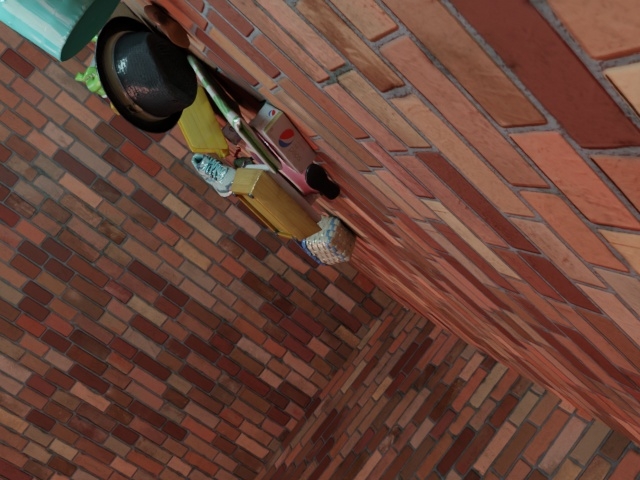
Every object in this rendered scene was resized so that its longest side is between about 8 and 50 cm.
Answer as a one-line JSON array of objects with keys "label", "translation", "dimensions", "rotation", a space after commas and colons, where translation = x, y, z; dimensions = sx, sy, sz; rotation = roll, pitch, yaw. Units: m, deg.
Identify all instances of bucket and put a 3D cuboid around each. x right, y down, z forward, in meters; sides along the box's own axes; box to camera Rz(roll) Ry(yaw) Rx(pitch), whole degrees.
[{"label": "bucket", "translation": [-0.562, -0.539, 1.183], "dimensions": [0.183, 0.281, 0.281], "rotation": [38, 176, -20]}]

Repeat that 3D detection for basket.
[{"label": "basket", "translation": [0.000, 0.000, 2.483], "dimensions": [0.289, 0.201, 0.255], "rotation": [-4, 148, 34]}]

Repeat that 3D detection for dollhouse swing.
[{"label": "dollhouse swing", "translation": [-0.535, -0.395, 1.983], "dimensions": [0.315, 0.305, 0.347], "rotation": [67, 169, -12]}]

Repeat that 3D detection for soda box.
[{"label": "soda box", "translation": [-0.095, -0.265, 1.457], "dimensions": [0.069, 0.074, 0.216], "rotation": [36, 176, 33]}]

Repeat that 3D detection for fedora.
[{"label": "fedora", "translation": [-0.453, -0.466, 1.531], "dimensions": [0.153, 0.333, 0.334], "rotation": [-3, 154, 27]}]

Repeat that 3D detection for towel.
[{"label": "towel", "translation": [-0.230, -0.344, 1.500], "dimensions": [0.324, 0.038, 0.248], "rotation": [56, -174, 34]}]

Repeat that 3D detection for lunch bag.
[{"label": "lunch bag", "translation": [-0.316, -0.394, 1.989], "dimensions": [0.053, 0.071, 0.083], "rotation": [33, 173, 35]}]

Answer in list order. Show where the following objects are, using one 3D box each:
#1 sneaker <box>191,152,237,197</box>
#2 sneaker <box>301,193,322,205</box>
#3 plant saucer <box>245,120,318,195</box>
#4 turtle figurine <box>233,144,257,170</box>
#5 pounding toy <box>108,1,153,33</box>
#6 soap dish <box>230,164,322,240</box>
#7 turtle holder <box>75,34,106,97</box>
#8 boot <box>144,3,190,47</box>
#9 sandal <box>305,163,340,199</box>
[{"label": "sneaker", "translation": [-0.380, -0.242, 1.968], "dimensions": [0.283, 0.110, 0.122], "rotation": [26, 168, 49]}, {"label": "sneaker", "translation": [-0.130, -0.209, 2.027], "dimensions": [0.297, 0.129, 0.111], "rotation": [37, 177, 34]}, {"label": "plant saucer", "translation": [-0.123, -0.252, 1.799], "dimensions": [0.332, 0.084, 0.332], "rotation": [38, 177, 3]}, {"label": "turtle figurine", "translation": [-0.251, -0.257, 2.028], "dimensions": [0.118, 0.175, 0.234], "rotation": [-7, -145, -44]}, {"label": "pounding toy", "translation": [-0.591, -0.588, 1.638], "dimensions": [0.155, 0.154, 0.269], "rotation": [35, 174, 40]}, {"label": "soap dish", "translation": [-0.153, -0.122, 1.833], "dimensions": [0.291, 0.118, 0.229], "rotation": [45, 165, -26]}, {"label": "turtle holder", "translation": [-0.673, -0.609, 1.902], "dimensions": [0.227, 0.243, 0.320], "rotation": [24, 149, -36]}, {"label": "boot", "translation": [-0.373, -0.521, 1.329], "dimensions": [0.087, 0.042, 0.118], "rotation": [43, 179, 43]}, {"label": "sandal", "translation": [-0.001, -0.180, 1.683], "dimensions": [0.040, 0.067, 0.179], "rotation": [49, -174, 36]}]
